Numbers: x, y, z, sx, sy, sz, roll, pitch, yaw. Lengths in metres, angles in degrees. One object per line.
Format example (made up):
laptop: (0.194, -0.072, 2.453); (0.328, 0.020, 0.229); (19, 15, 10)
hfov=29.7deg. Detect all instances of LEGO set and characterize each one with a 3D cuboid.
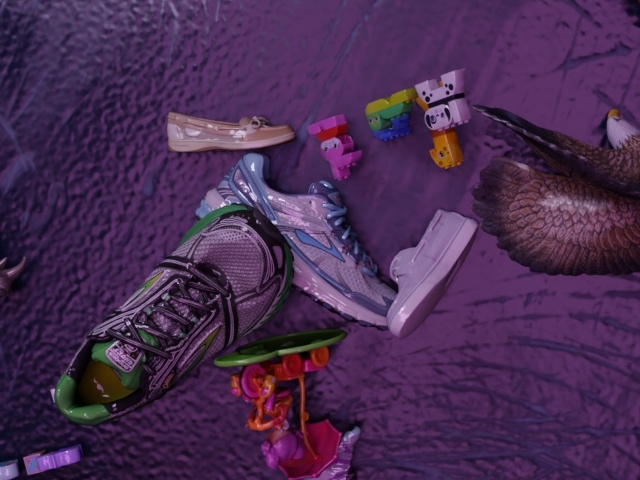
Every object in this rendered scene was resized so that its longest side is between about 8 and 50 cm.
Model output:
LEGO set: (0.102, -0.116, 1.328); (0.227, 0.087, 0.093); (-15, 92, 48)

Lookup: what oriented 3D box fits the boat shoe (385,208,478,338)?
boat shoe: (0.112, 0.031, 1.340); (0.063, 0.066, 0.184); (27, 59, 16)

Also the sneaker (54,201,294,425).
sneaker: (-0.159, 0.097, 1.316); (0.134, 0.146, 0.343); (45, 115, 2)

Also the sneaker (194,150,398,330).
sneaker: (0.000, 0.000, 1.368); (0.283, 0.110, 0.122); (33, 92, 4)

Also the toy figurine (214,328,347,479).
toy figurine: (-0.035, 0.194, 1.351); (0.130, 0.173, 0.159); (-7, 93, 40)

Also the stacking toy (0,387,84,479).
stacking toy: (-0.352, 0.272, 1.449); (0.221, 0.052, 0.167); (-16, 91, 8)

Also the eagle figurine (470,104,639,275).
eagle figurine: (0.319, -0.063, 1.291); (0.298, 0.225, 0.226); (-11, 106, -3)

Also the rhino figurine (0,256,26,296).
rhino figurine: (-0.469, 0.046, 1.442); (0.243, 0.073, 0.106); (-12, 94, 6)

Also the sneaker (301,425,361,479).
sneaker: (0.032, 0.269, 1.413); (0.069, 0.038, 0.098); (41, 106, 2)

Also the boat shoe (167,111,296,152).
boat shoe: (-0.104, -0.129, 1.400); (0.153, 0.056, 0.048); (-1, 96, 14)
